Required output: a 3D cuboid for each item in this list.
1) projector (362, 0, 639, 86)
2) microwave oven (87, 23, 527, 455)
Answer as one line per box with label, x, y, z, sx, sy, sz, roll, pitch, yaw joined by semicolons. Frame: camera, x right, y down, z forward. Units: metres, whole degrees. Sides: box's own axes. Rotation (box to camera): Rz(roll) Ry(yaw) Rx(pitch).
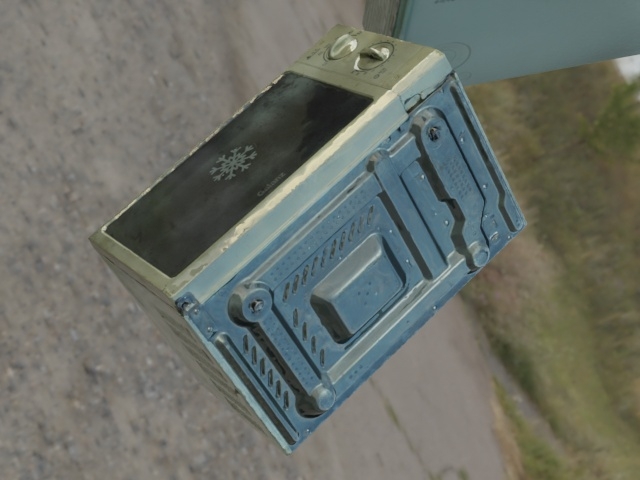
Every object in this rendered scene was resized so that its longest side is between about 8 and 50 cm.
projector;0.166;-0.213;0.886;0.192;0.257;0.099;99;-22;-66
microwave oven;0.000;0.000;0.822;0.145;0.240;0.194;26;-26;54
